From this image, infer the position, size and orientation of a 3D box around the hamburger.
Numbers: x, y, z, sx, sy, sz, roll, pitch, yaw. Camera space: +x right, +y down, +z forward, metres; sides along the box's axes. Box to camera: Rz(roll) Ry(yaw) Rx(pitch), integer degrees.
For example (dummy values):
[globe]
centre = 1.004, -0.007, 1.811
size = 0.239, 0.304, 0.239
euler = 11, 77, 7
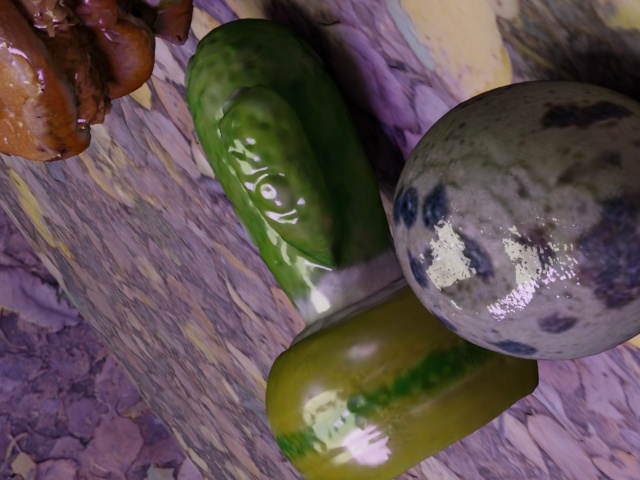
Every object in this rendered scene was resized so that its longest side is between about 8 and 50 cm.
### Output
[hamburger]
centre = -0.205, -0.194, 1.211
size = 0.260, 0.211, 0.245
euler = 53, 160, -21

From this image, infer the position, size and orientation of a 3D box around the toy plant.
[toy plant]
centre = 0.000, 0.000, 1.189
size = 0.316, 0.184, 0.224
euler = 60, -178, 5

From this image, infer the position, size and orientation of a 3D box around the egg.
[egg]
centre = 0.116, -0.010, 0.886
size = 0.182, 0.141, 0.141
euler = -3, 125, 56
